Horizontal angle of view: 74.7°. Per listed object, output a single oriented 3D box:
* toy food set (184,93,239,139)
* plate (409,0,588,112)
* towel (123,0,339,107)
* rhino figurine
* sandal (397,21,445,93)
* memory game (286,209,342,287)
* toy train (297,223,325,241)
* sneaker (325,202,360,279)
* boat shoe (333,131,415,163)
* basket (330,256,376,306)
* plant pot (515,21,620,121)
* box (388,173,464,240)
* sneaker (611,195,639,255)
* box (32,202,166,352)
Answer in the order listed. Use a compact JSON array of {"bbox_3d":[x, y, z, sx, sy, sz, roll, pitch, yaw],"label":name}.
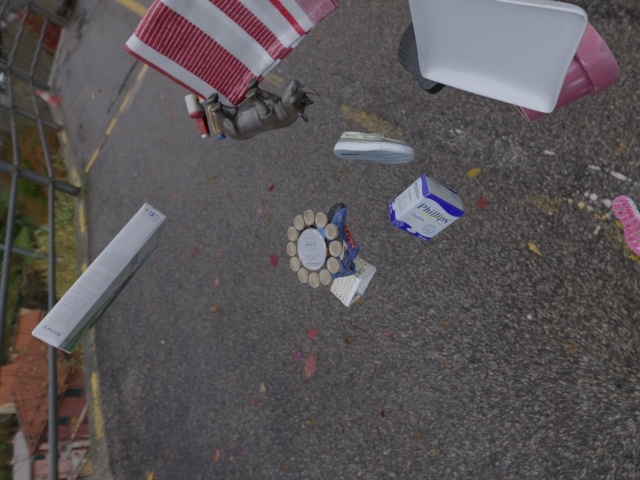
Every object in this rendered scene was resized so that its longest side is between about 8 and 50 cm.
[{"bbox_3d":[-0.294,-0.342,1.170,0.111,0.232,0.104,-14,93,6],"label":"toy food set"},{"bbox_3d":[0.301,-0.346,0.743,0.278,0.277,0.045,27,87,22],"label":"plate"},{"bbox_3d":[-0.155,-0.389,0.750,0.329,0.237,0.037,-35,54,26],"label":"towel"},{"bbox_3d":[-0.105,-0.255,0.810,0.244,0.106,0.073,-5,54,31],"label":"rhino figurine"},{"bbox_3d":[0.422,-0.725,1.687,0.167,0.107,0.445,-45,41,37],"label":"sandal"},{"bbox_3d":[-0.017,0.019,0.978,0.186,0.012,0.186,6,99,45],"label":"memory game"},{"bbox_3d":[0.000,0.000,1.474,0.105,0.184,0.080,-50,8,-18],"label":"toy train"},{"bbox_3d":[0.054,0.003,1.036,0.087,0.221,0.083,0,38,1],"label":"sneaker"},{"bbox_3d":[0.189,-0.340,1.488,0.303,0.109,0.094,11,76,26],"label":"boat shoe"},{"bbox_3d":[0.123,0.153,1.623,0.103,0.113,0.167,40,135,20],"label":"basket"},{"bbox_3d":[0.510,-0.372,0.933,0.180,0.201,0.201,-37,53,27],"label":"plant pot"},{"bbox_3d":[0.268,-0.080,1.071,0.137,0.126,0.072,-45,33,39],"label":"box"},{"bbox_3d":[0.828,-0.039,1.087,0.063,0.075,0.170,126,139,-57],"label":"sneaker"},{"bbox_3d":[-0.462,0.088,0.910,0.321,0.059,0.232,-58,11,-27],"label":"box"}]
